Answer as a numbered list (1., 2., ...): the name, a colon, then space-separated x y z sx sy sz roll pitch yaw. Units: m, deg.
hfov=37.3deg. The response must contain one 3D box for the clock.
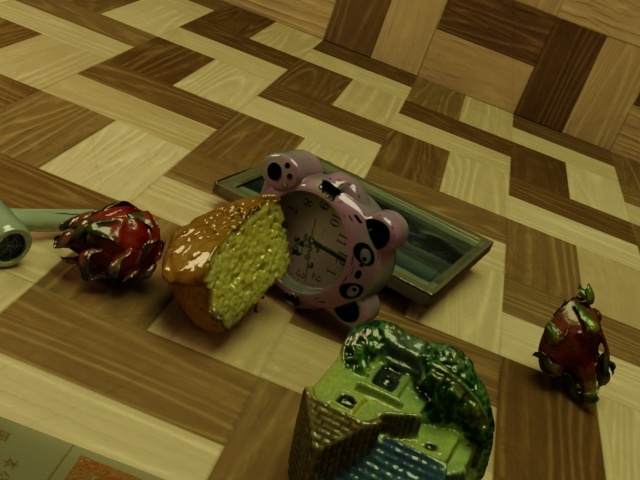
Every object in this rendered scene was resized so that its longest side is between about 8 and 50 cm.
1. clock: 0.000 0.000 1.442 0.248 0.227 0.090 30 25 25

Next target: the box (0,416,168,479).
1. box: -0.227 0.282 0.886 0.365 0.051 0.204 21 24 1

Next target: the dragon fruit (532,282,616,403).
1. dragon fruit: 0.412 0.173 1.518 0.138 0.142 0.175 -19 70 -27

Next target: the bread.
1. bread: -0.143 0.034 1.347 0.140 0.143 0.229 -8 21 31

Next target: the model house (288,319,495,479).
1. model house: 0.079 0.231 1.086 0.214 0.195 0.189 26 32 17

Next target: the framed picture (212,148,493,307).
1. framed picture: 0.069 -0.042 1.744 0.446 0.028 0.326 28 28 18

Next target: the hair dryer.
1. hair dryer: -0.412 -0.020 1.386 0.131 0.073 0.236 38 20 31

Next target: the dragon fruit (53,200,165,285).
1. dragon fruit: -0.293 0.006 1.349 0.142 0.130 0.121 0 73 -59
